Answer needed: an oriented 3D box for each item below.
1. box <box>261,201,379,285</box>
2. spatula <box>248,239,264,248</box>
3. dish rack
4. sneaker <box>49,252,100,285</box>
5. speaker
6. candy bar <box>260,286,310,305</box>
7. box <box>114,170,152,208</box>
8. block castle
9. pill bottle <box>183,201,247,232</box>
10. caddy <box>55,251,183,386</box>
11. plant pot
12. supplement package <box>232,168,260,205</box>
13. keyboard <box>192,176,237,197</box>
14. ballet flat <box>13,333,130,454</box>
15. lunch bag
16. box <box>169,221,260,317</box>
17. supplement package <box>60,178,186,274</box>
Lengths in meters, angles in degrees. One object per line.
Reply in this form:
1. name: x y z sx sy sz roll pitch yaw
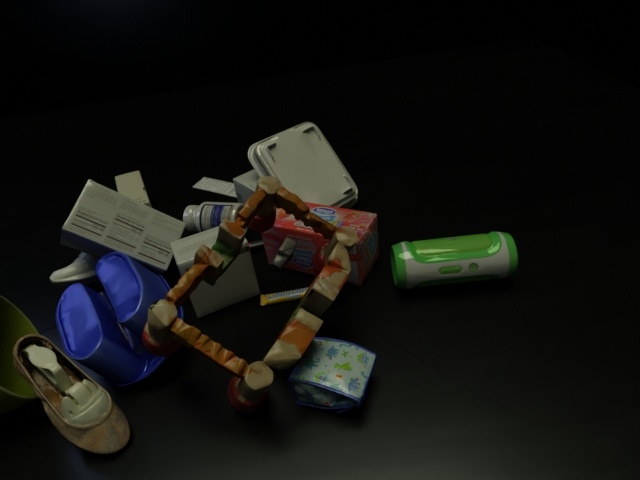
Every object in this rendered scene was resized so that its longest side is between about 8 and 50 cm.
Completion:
1. box: 0.000 0.000 1.307 0.299 0.154 0.142 11 39 26
2. spatula: -0.245 0.032 1.411 0.296 0.030 0.084 -16 38 -12
3. dish rack: -0.042 -0.220 1.505 0.285 0.072 0.333 -31 86 -29
4. sneaker: -0.642 0.032 1.377 0.305 0.152 0.114 -28 6 -34
5. speaker: 0.334 0.050 1.196 0.296 0.131 0.131 -6 36 2
6. candy bar: -0.079 0.143 1.237 0.161 0.018 0.040 -10 36 -2
7. box: -0.651 -0.138 1.657 0.094 0.113 0.275 -19 39 -16
8. block castle: -0.137 0.109 1.040 0.303 0.213 0.453 33 57 1
9. pill bottle: -0.334 -0.067 1.496 0.186 0.112 0.112 4 37 16
10. caddy: -0.468 0.186 1.124 0.241 0.179 0.341 -43 45 -8
11. plant pot: -0.793 0.297 0.994 0.293 0.275 0.275 -32 40 -7
12. supplement package: -0.148 -0.177 1.588 0.244 0.139 0.134 -30 42 -30
13. keyboard: -0.365 -0.198 1.765 0.256 0.014 0.072 14 41 28
14. ballet flat: -0.508 0.300 0.939 0.316 0.106 0.107 34 44 13
15. lunch bag: 0.031 0.276 0.968 0.151 0.096 0.129 -1 35 26
16. box: -0.273 0.074 1.230 0.181 0.182 0.119 -20 36 -17
17. supplement package: -0.532 -0.020 1.265 0.204 0.261 0.145 -19 49 58
